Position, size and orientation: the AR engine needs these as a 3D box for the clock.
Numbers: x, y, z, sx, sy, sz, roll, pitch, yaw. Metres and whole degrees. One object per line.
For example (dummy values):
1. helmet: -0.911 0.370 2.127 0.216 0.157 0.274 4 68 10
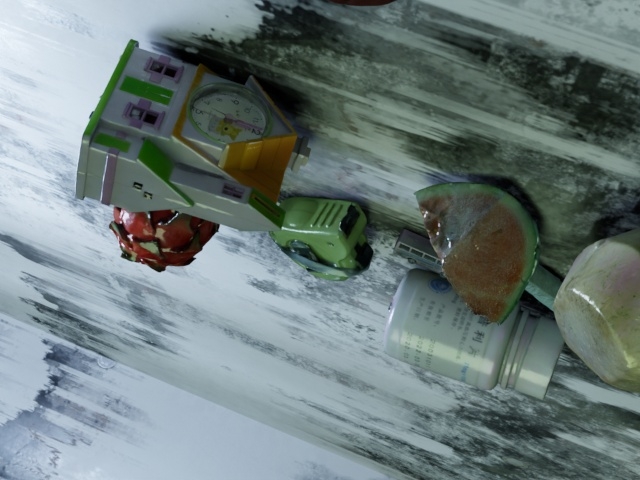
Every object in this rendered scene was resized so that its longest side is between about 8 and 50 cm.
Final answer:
1. clock: -0.169 -0.141 1.303 0.309 0.235 0.166 18 140 -7

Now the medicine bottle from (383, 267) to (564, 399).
1. medicine bottle: 0.267 0.166 1.544 0.292 0.170 0.170 19 154 16

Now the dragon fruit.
1. dragon fruit: -0.273 -0.061 1.592 0.193 0.192 0.274 0 137 -47

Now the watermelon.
1. watermelon: 0.255 -0.002 1.331 0.146 0.128 0.231 -26 122 21

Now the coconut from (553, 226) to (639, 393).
1. coconut: 0.457 0.093 1.196 0.259 0.259 0.259 20 154 10

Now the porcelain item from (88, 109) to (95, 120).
1. porcelain item: -0.355 -0.185 1.611 0.075 0.021 0.136 5 149 27

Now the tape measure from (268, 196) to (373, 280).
1. tape measure: 0.000 0.000 1.543 0.200 0.106 0.175 7 146 37

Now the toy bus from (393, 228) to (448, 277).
1. toy bus: 0.190 0.025 1.504 0.130 0.037 0.052 24 150 6

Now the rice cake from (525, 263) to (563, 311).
1. rice cake: 0.372 0.081 1.435 0.245 0.045 0.042 35 153 -19

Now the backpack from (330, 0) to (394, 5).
1. backpack: 0.035 -0.330 0.867 0.229 0.139 0.229 6 140 5
